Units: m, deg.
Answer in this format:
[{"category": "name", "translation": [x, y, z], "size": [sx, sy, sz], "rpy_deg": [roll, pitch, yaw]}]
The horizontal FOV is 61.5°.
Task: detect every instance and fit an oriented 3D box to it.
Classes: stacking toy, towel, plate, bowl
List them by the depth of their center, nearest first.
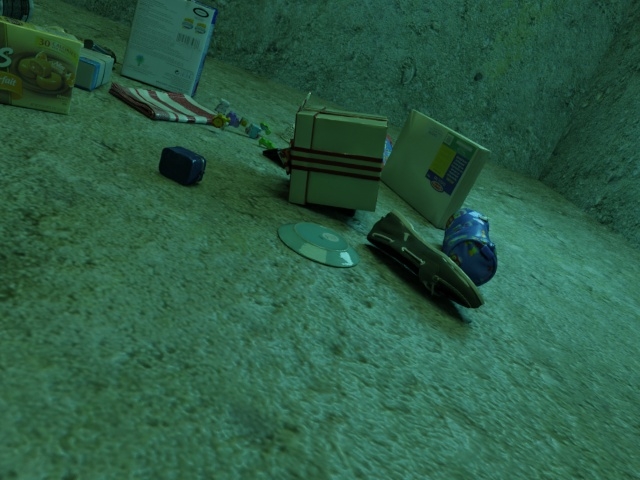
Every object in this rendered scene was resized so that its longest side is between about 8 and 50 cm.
[{"category": "plate", "translation": [0.000, 0.000, 1.155], "size": [0.188, 0.024, 0.188], "rpy_deg": [18, 21, -7]}, {"category": "towel", "translation": [-0.482, -0.439, 1.750], "size": [0.237, 0.037, 0.328], "rpy_deg": [33, 23, 26]}, {"category": "stacking toy", "translation": [-0.256, -0.379, 1.788], "size": [0.221, 0.052, 0.167], "rpy_deg": [26, 25, -23]}, {"category": "bowl", "translation": [-0.058, -0.399, 2.005], "size": [0.170, 0.080, 0.170], "rpy_deg": [18, 21, -7]}]

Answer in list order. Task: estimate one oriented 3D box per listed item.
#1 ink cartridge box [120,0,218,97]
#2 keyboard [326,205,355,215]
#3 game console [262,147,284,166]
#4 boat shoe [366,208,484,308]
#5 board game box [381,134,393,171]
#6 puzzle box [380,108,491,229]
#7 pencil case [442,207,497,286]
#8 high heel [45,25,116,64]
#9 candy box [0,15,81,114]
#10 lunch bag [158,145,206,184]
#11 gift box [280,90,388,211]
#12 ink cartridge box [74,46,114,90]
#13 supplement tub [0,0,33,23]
[{"category": "ink cartridge box", "translation": [-0.542, -0.761, 1.974], "size": [0.269, 0.396, 0.151], "rpy_deg": [17, 21, -13]}, {"category": "keyboard", "translation": [0.053, -0.118, 1.503], "size": [0.108, 0.023, 0.180], "rpy_deg": [22, 20, 1]}, {"category": "game console", "translation": [-0.105, -0.248, 1.683], "size": [0.107, 0.071, 0.122], "rpy_deg": [-1, 1, 41]}, {"category": "boat shoe", "translation": [0.218, 0.055, 1.171], "size": [0.112, 0.095, 0.335], "rpy_deg": [52, -1, -44]}, {"category": "board game box", "translation": [0.230, -0.340, 2.091], "size": [0.144, 0.027, 0.282], "rpy_deg": [12, 42, -20]}, {"category": "puzzle box", "translation": [0.354, -0.242, 1.755], "size": [0.052, 0.272, 0.409], "rpy_deg": [15, 22, -30]}, {"category": "pencil case", "translation": [0.375, 0.010, 1.352], "size": [0.119, 0.133, 0.306], "rpy_deg": [47, 22, -4]}, {"category": "high heel", "translation": [-0.888, -0.696, 1.960], "size": [0.260, 0.093, 0.186], "rpy_deg": [15, 0, 9]}, {"category": "candy box", "translation": [-0.734, -0.414, 1.228], "size": [0.316, 0.183, 0.087], "rpy_deg": [3, 27, -41]}, {"category": "lunch bag", "translation": [-0.305, -0.170, 1.212], "size": [0.098, 0.067, 0.065], "rpy_deg": [27, 22, 11]}, {"category": "gift box", "translation": [0.038, -0.242, 1.406], "size": [0.257, 0.277, 0.255], "rpy_deg": [7, 15, 5]}, {"category": "ink cartridge box", "translation": [-0.747, -0.542, 1.668], "size": [0.148, 0.086, 0.203], "rpy_deg": [17, 20, -11]}, {"category": "supplement tub", "translation": [-1.094, -0.772, 1.727], "size": [0.206, 0.207, 0.338], "rpy_deg": [17, 21, -11]}]
